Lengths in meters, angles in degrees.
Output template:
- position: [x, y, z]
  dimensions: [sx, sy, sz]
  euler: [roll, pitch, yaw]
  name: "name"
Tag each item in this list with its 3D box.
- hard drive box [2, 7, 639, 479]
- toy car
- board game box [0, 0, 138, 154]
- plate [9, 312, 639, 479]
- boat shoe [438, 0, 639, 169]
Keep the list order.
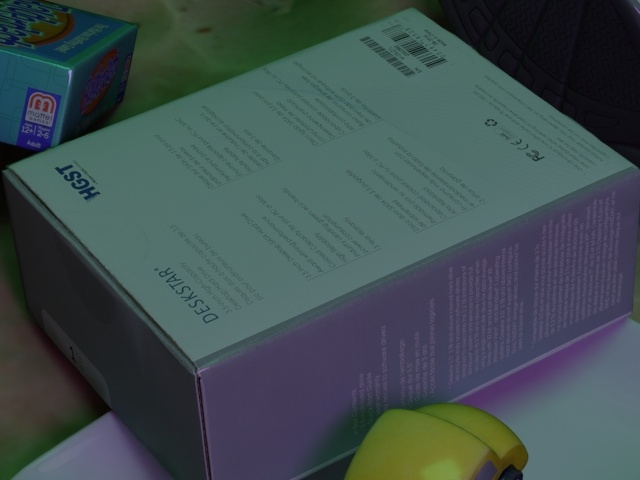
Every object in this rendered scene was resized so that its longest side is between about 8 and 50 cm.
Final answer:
- position: [0.000, 0.000, 0.874]
  dimensions: [0.232, 0.089, 0.181]
  euler: [-23, 41, -24]
  name: "hard drive box"
- position: [-0.020, 0.141, 0.721]
  dimensions: [0.225, 0.053, 0.239]
  euler: [-3, 38, 0]
  name: "toy car"
- position: [-0.210, -0.103, 0.955]
  dimensions: [0.210, 0.047, 0.160]
  euler: [15, 15, 1]
  name: "board game box"
- position: [0.053, 0.115, 0.830]
  dimensions: [0.277, 0.045, 0.278]
  euler: [-32, 46, -33]
  name: "plate"
- position: [0.196, -0.098, 1.039]
  dimensions: [0.320, 0.118, 0.103]
  euler: [36, 46, 15]
  name: "boat shoe"
